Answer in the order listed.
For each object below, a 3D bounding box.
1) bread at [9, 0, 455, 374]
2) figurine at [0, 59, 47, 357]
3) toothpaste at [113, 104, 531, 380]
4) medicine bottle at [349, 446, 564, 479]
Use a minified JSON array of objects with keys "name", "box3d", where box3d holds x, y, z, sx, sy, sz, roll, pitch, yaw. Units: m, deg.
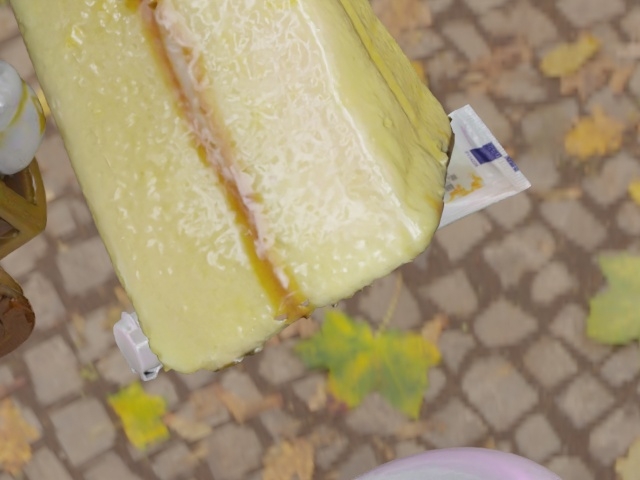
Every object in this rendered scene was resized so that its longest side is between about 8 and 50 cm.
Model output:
[{"name":"bread","box3d":[-0.068,-0.088,0.985,0.167,0.264,0.163,-30,17,18]},{"name":"figurine","box3d":[-0.227,-0.099,0.958,0.261,0.186,0.382,-29,61,11]},{"name":"toothpaste","box3d":[0.000,0.000,1.348,0.314,0.058,0.056,-28,23,-21]},{"name":"medicine bottle","box3d":[0.107,0.287,1.071,0.241,0.302,0.241,-27,32,19]}]
